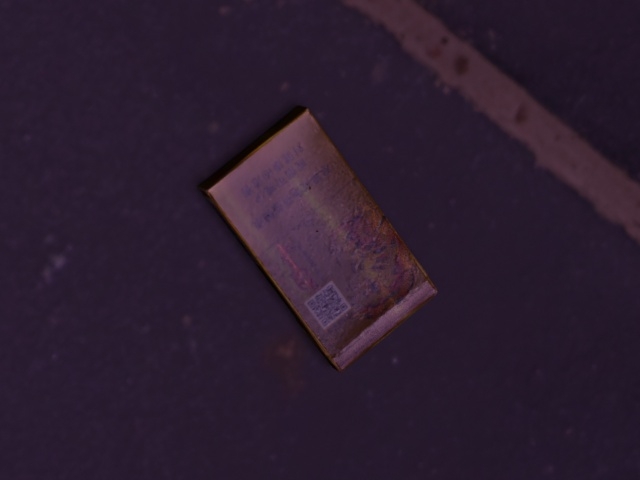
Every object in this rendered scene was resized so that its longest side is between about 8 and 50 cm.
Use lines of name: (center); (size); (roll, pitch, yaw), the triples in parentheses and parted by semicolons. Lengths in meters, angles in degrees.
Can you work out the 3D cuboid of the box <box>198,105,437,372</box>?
box: (0.000, 0.000, 1.255); (0.089, 0.022, 0.156); (-40, 110, -7)
